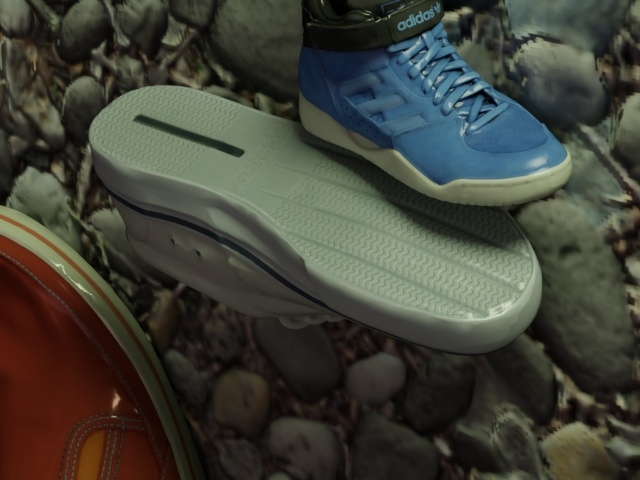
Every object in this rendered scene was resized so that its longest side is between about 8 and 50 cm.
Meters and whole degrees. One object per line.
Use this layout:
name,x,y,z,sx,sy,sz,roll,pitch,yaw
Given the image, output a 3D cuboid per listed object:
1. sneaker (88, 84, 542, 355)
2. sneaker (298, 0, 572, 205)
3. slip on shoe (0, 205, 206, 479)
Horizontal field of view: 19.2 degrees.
sneaker,0.000,0.000,0.913,0.258,0.094,0.091,26,148,35
sneaker,0.047,-0.074,0.842,0.152,0.058,0.084,27,133,42
slip on shoe,-0.140,0.132,1.080,0.123,0.101,0.331,-29,84,48
